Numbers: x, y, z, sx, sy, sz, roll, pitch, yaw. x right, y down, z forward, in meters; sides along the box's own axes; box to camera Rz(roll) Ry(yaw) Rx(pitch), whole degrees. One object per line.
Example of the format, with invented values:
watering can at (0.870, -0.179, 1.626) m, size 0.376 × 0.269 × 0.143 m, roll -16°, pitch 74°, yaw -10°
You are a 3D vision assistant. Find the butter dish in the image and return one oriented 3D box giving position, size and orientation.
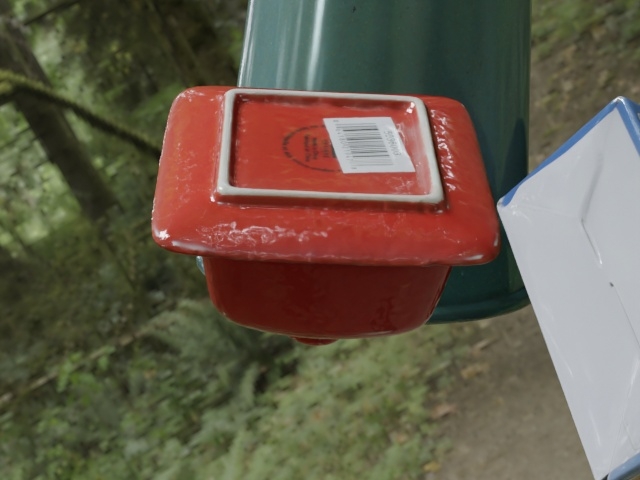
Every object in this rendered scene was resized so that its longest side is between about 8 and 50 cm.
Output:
butter dish at (0.000, 0.000, 0.653) m, size 0.159 × 0.118 × 0.160 m, roll 2°, pitch 33°, yaw -3°

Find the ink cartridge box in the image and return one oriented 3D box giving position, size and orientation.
ink cartridge box at (0.354, 0.081, 1.061) m, size 0.395 × 0.270 × 0.151 m, roll 20°, pitch -48°, yaw -39°

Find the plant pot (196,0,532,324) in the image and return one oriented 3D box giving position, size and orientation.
plant pot at (0.057, -0.132, 1.234) m, size 0.341 × 0.334 × 0.341 m, roll 3°, pitch 16°, yaw -1°
